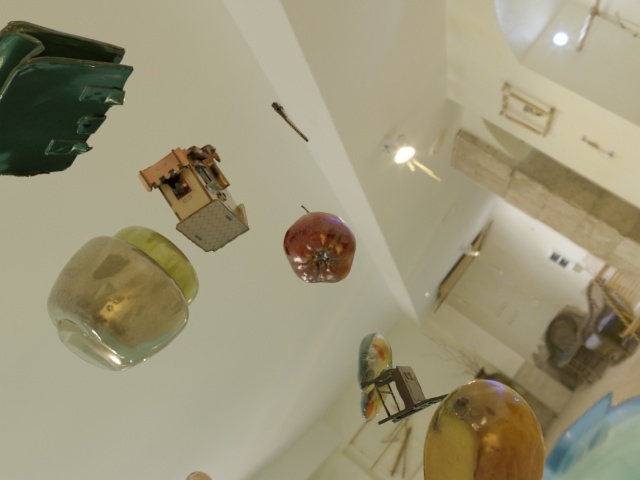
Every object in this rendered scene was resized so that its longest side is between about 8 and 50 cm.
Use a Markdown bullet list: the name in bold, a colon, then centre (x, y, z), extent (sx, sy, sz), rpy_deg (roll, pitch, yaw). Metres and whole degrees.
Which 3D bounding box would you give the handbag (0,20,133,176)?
- **handbag**: centre (-0.524, -0.248, 1.106), extent (0.326, 0.089, 0.238), rpy_deg (-42, -20, 33)

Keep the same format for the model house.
- **model house**: centre (-0.290, -0.102, 1.495), extent (0.169, 0.244, 0.326), rpy_deg (-31, -2, 4)

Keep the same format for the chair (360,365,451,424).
- **chair**: centre (0.224, 0.323, 1.288), extent (0.229, 0.113, 0.106), rpy_deg (-30, -23, 17)

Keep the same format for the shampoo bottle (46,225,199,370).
- **shampoo bottle**: centre (-0.487, 0.143, 1.438), extent (0.317, 0.322, 0.322), rpy_deg (-49, -18, -37)

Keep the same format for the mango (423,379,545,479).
- **mango**: centre (0.222, 0.323, 0.790), extent (0.167, 0.130, 0.261), rpy_deg (9, -92, -26)

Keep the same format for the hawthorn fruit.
- **hawthorn fruit**: centre (0.000, 0.000, 1.264), extent (0.203, 0.163, 0.162), rpy_deg (-86, 21, -63)

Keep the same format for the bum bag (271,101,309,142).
- **bum bag**: centre (-0.091, -0.367, 1.795), extent (0.026, 0.159, 0.109), rpy_deg (-44, 13, 7)

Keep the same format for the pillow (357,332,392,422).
- **pillow**: centre (0.138, 0.362, 1.547), extent (0.214, 0.086, 0.233), rpy_deg (-61, -26, -48)

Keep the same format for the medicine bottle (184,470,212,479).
- **medicine bottle**: centre (-0.219, 0.437, 0.987), extent (0.052, 0.052, 0.089), rpy_deg (-23, -31, -57)
